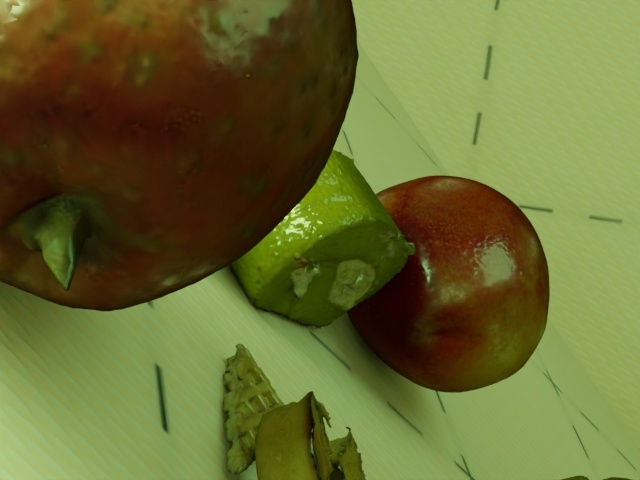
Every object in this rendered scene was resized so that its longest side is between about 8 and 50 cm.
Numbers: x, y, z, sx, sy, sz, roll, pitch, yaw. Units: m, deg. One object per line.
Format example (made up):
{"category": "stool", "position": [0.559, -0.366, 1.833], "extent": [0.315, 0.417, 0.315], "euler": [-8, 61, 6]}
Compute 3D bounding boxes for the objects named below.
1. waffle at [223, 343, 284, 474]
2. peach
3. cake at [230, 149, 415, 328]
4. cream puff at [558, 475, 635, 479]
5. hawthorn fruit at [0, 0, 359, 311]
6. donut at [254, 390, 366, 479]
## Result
{"category": "waffle", "position": [-0.083, 0.161, 1.286], "extent": [0.125, 0.032, 0.191], "euler": [58, 14, 10]}
{"category": "peach", "position": [0.170, 0.062, 1.831], "extent": [0.307, 0.308, 0.332], "euler": [52, 21, -10]}
{"category": "cake", "position": [0.000, 0.000, 1.623], "extent": [0.156, 0.179, 0.260], "euler": [61, 17, 22]}
{"category": "cream puff", "position": [0.277, 0.430, 1.426], "extent": [0.378, 0.276, 0.378], "euler": [21, 63, -50]}
{"category": "hawthorn fruit", "position": [-0.166, -0.119, 1.033], "extent": [0.403, 0.403, 0.403], "euler": [49, 15, -18]}
{"category": "donut", "position": [-0.005, 0.233, 1.242], "extent": [0.181, 0.078, 0.146], "euler": [55, 25, -61]}
